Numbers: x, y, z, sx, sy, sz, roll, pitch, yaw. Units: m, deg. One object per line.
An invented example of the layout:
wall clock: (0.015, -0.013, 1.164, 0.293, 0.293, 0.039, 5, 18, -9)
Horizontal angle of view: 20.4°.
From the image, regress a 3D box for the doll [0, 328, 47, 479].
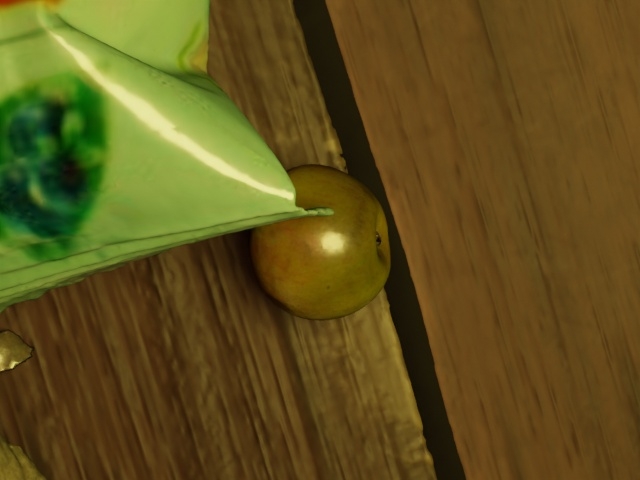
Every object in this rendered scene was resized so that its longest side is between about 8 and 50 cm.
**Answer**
doll: (-0.201, 0.140, 1.023, 0.286, 0.091, 0.203, 5, 86, -12)

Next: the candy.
candy: (-0.155, -0.167, 0.957, 0.263, 0.172, 0.398, -10, 82, 11)

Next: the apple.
apple: (0.000, 0.000, 1.009, 0.074, 0.089, 0.089, -5, 94, 16)
